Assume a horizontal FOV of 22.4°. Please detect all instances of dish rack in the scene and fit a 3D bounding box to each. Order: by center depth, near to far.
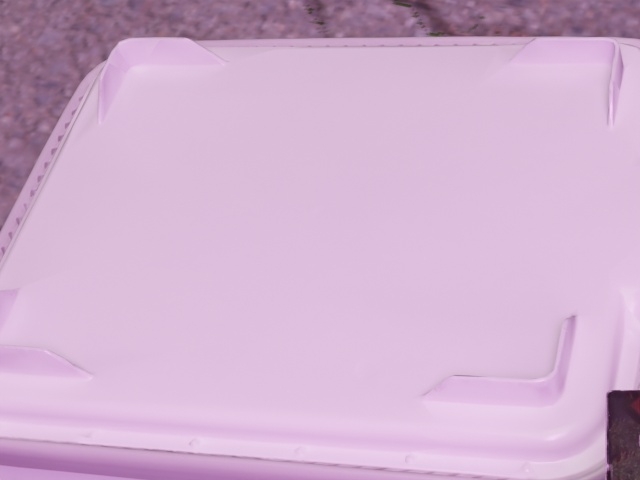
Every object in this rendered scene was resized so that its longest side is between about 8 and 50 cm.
[{"bbox_3d":[0.000,0.000,0.701,0.333,0.072,0.285,2,46,18],"label":"dish rack"}]

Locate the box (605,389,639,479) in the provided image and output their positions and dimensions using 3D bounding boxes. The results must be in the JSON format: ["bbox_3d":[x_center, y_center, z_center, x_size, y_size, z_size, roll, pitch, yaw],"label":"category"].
[{"bbox_3d":[0.110,0.171,0.504,0.044,0.233,0.159,0,56,10],"label":"box"}]
